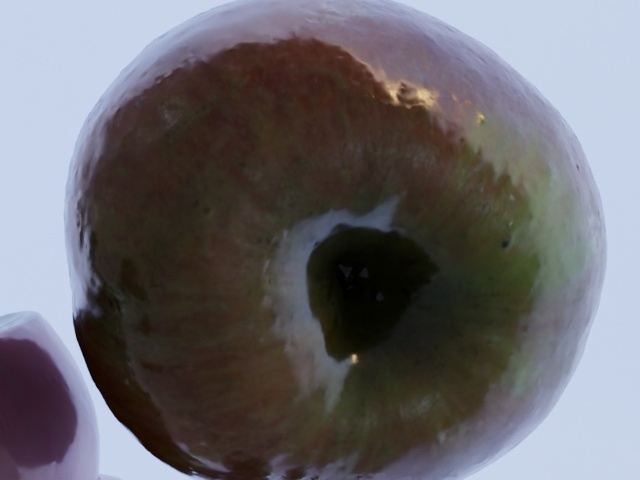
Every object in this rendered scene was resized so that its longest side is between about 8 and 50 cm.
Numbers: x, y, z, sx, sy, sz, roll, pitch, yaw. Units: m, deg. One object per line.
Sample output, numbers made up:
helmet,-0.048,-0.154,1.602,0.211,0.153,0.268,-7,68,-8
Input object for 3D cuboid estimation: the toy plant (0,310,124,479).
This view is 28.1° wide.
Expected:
toy plant,-0.212,0.232,0.752,0.317,0.210,0.356,-17,-77,6

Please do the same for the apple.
apple,0.000,0.000,0.712,0.277,0.309,0.250,-51,-151,2
